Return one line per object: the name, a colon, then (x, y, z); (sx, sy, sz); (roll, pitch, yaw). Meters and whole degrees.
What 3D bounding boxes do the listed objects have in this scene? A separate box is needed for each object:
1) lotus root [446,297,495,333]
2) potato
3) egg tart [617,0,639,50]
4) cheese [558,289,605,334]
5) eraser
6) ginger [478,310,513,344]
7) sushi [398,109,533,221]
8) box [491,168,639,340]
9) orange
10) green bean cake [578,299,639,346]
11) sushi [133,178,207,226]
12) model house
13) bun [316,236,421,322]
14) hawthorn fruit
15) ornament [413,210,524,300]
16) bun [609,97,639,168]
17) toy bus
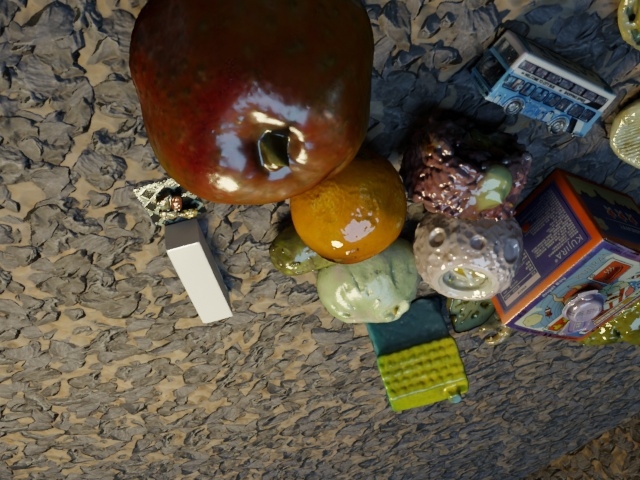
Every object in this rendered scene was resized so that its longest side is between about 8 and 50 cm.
lotus root: (0.417, 0.163, 1.836); (0.203, 0.078, 0.184); (-6, 115, -35)
potato: (0.000, 0.000, 1.505); (0.251, 0.113, 0.149); (-27, 133, 0)
egg tart: (0.749, -0.470, 1.180); (0.387, 0.169, 0.388); (-7, 143, -5)
cheese: (0.635, 0.175, 1.575); (0.105, 0.042, 0.191); (-12, 140, 0)
eraser: (-0.282, 0.079, 1.522); (0.078, 0.076, 0.298); (-14, 140, -2)
ginger: (0.519, 0.229, 1.984); (0.149, 0.065, 0.258); (-43, 129, 11)
sushi: (0.312, -0.150, 1.346); (0.269, 0.237, 0.171); (7, 125, -24)
box: (0.643, 0.052, 1.666); (0.318, 0.257, 0.349); (15, 131, -30)
orange: (0.056, -0.074, 1.330); (0.245, 0.246, 0.246); (-9, 140, -8)
green bean cake: (0.946, 0.239, 2.026); (0.309, 0.202, 0.285); (23, 129, -37)
sushi: (-0.315, -0.075, 1.373); (0.120, 0.026, 0.126); (-17, 140, 2)
model house: (0.280, 0.339, 1.852); (0.237, 0.303, 0.216); (-16, 134, 1)
bun: (0.129, 0.124, 1.634); (0.282, 0.179, 0.283); (-7, 140, -6)
hawthorn fruit: (-0.091, -0.233, 0.993); (0.402, 0.403, 0.403); (-9, 140, -8)
ornament: (0.346, 0.008, 1.531); (0.259, 0.225, 0.259); (9, 147, 6)
bun: (0.749, -0.255, 1.466); (0.183, 0.102, 0.184); (13, 129, 16)
toy bus: (0.449, -0.308, 1.305); (0.297, 0.106, 0.131); (12, 130, -32)
